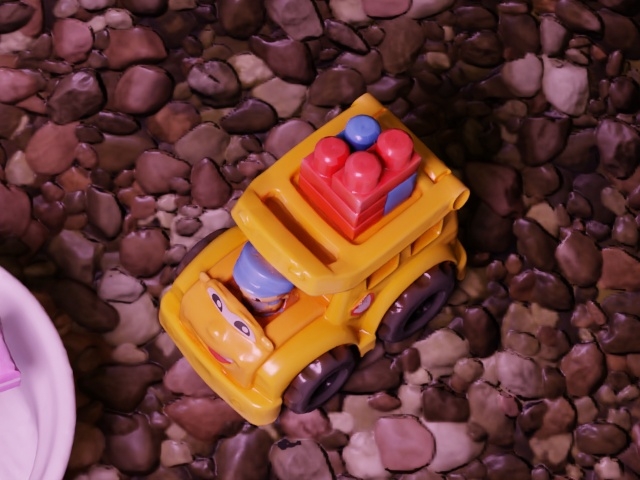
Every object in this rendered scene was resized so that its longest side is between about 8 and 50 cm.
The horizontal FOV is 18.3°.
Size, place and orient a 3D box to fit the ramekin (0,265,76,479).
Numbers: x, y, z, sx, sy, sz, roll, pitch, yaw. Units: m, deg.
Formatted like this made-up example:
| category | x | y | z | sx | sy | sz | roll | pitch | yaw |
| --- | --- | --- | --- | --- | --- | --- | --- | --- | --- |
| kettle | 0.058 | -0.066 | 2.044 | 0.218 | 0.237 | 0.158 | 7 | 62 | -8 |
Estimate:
| category | x | y | z | sx | sy | sz | roll | pitch | yaw |
| --- | --- | --- | --- | --- | --- | --- | --- | --- | --- |
| ramekin | -0.304 | 0.143 | 1.362 | 0.277 | 0.135 | 0.277 | 2 | 62 | -3 |

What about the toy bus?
| category | x | y | z | sx | sy | sz | roll | pitch | yaw |
| --- | --- | --- | --- | --- | --- | --- | --- | --- | --- |
| toy bus | 0.000 | 0.000 | 1.420 | 0.220 | 0.211 | 0.149 | -37 | 72 | -19 |

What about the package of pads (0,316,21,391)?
| category | x | y | z | sx | sy | sz | roll | pitch | yaw |
| --- | --- | --- | --- | --- | --- | --- | --- | --- | --- |
| package of pads | -0.243 | 0.083 | 1.304 | 0.083 | 0.032 | 0.050 | -18 | 62 | -13 |
